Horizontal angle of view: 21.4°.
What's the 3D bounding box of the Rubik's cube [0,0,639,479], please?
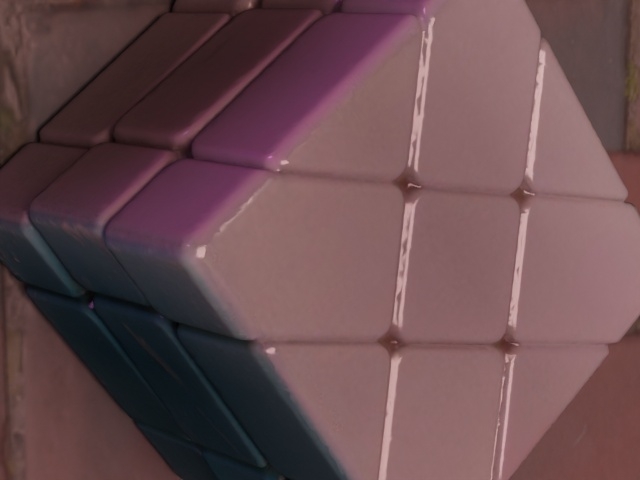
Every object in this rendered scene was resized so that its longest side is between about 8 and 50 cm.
[{"bbox_3d":[0.000,0.000,1.229,0.319,0.316,0.322,-47,123,-23],"label":"Rubik's cube"}]
